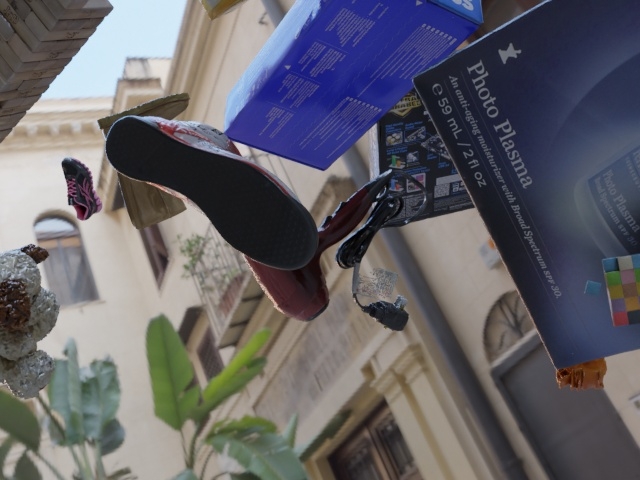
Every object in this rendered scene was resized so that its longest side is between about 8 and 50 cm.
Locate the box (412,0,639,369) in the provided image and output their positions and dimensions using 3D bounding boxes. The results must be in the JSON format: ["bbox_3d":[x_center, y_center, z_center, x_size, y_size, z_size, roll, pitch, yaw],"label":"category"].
[{"bbox_3d":[0.287,-0.087,0.623,0.294,0.296,0.182,-25,5,37],"label":"box"}]

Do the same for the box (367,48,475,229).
[{"bbox_3d":[0.227,-0.175,1.239,0.295,0.073,0.293,-13,-47,-6],"label":"box"}]

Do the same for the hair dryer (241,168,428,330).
[{"bbox_3d":[0.000,0.000,1.007,0.293,0.224,0.080,11,-7,-25],"label":"hair dryer"}]

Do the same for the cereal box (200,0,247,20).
[{"bbox_3d":[-0.122,-0.391,0.819,0.173,0.240,0.047,-16,17,46],"label":"cereal box"}]

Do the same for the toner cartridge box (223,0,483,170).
[{"bbox_3d":[0.023,-0.218,0.920,0.165,0.075,0.348,15,-31,-27],"label":"toner cartridge box"}]

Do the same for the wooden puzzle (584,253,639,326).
[{"bbox_3d":[0.232,0.034,0.534,0.083,0.049,0.006,-10,0,3],"label":"wooden puzzle"}]

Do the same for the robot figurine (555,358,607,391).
[{"bbox_3d":[0.358,0.058,1.089,0.085,0.291,0.211,-8,-40,5],"label":"robot figurine"}]

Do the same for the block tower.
[{"bbox_3d":[-0.382,-0.201,0.871,0.335,0.091,0.097,-38,2,27],"label":"block tower"}]

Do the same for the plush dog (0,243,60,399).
[{"bbox_3d":[-0.561,0.118,1.316,0.210,0.262,0.225,15,-64,-24],"label":"plush dog"}]

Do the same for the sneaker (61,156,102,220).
[{"bbox_3d":[-0.421,-0.086,1.284,0.047,0.057,0.119,0,-55,24],"label":"sneaker"}]

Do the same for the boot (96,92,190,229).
[{"bbox_3d":[-0.380,-0.192,1.762,0.236,0.270,0.089,-22,12,-10],"label":"boot"}]

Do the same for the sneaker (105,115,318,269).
[{"bbox_3d":[-0.098,-0.064,0.843,0.090,0.270,0.145,-65,-15,15],"label":"sneaker"}]
